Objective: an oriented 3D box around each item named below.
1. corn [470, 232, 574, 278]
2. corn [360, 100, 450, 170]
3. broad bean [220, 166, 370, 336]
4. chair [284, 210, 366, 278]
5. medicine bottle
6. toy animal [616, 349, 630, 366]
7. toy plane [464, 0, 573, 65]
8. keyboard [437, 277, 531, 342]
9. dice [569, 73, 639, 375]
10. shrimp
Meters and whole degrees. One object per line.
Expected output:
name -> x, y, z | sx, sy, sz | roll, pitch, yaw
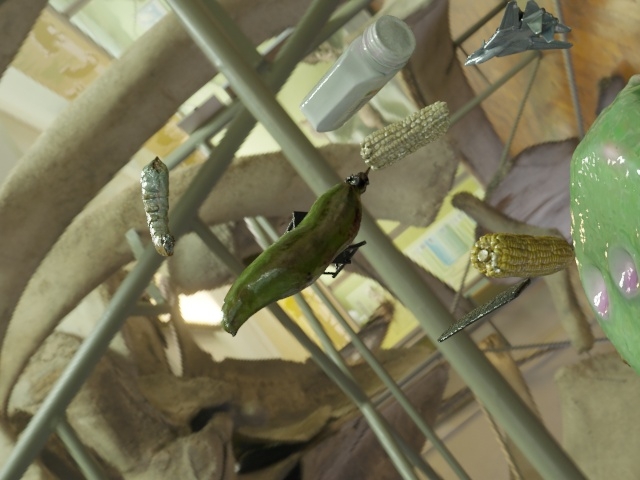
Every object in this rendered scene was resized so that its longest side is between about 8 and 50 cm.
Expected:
corn -> 0.423, 0.029, 1.530 | 0.292, 0.101, 0.101 | -2, -139, -38
corn -> 0.185, -0.221, 1.594 | 0.087, 0.211, 0.087 | 60, -168, -22
broad bean -> -0.013, 0.007, 0.975 | 0.077, 0.339, 0.061 | 37, 140, 8
chair -> 0.000, 0.000, 1.841 | 0.260, 0.155, 0.141 | 125, 143, -66
medicine bottle -> 0.089, -0.385, 1.734 | 0.124, 0.179, 0.324 | 55, 145, 0
toy animal -> 0.627, 0.159, 1.381 | 0.097, 0.313, 0.157 | -11, 103, 60
toy plane -> 0.445, -0.483, 1.774 | 0.212, 0.088, 0.267 | 23, 162, -29
keyboard -> 0.379, 0.164, 1.736 | 0.016, 0.262, 0.106 | 54, -138, 5
dice -> 0.492, -0.015, 0.846 | 0.322, 0.319, 0.330 | -113, 9, -57
shrimp -> -0.275, -0.051, 1.267 | 0.166, 0.049, 0.161 | -127, 36, -61
